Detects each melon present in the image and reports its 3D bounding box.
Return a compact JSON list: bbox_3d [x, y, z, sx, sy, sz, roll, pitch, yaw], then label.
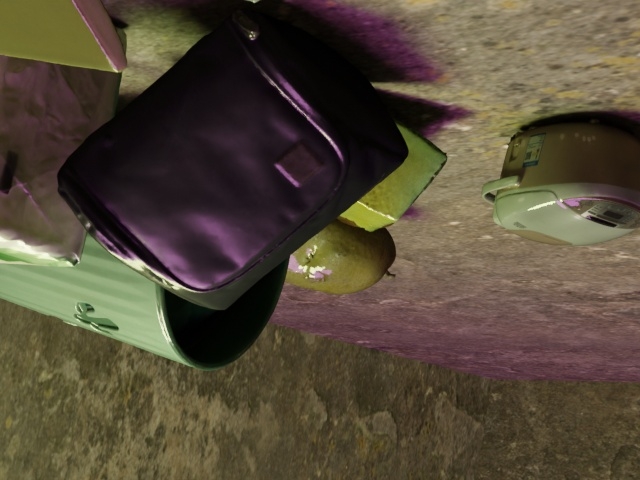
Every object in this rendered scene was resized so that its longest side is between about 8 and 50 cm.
[{"bbox_3d":[-0.033,-0.112,1.585,0.323,0.124,0.196,20,161,-11],"label":"melon"}]

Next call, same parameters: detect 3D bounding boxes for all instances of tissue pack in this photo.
[{"bbox_3d":[-0.393,-0.117,1.517,0.193,0.266,0.356,21,166,-42],"label":"tissue pack"}]

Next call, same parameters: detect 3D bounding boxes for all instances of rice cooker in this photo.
[{"bbox_3d":[0.277,-0.062,1.526,0.145,0.127,0.206,17,171,-28],"label":"rice cooker"}]

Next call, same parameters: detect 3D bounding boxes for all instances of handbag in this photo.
[{"bbox_3d":[-0.081,-0.065,1.397,0.302,0.178,0.275,-38,157,13],"label":"handbag"}]

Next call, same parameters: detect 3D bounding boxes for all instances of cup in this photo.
[{"bbox_3d":[-0.267,-0.048,1.809,0.392,0.310,0.401,11,135,27],"label":"cup"}]

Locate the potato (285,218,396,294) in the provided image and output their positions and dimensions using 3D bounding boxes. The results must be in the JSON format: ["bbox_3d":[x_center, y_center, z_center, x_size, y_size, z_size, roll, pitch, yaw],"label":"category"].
[{"bbox_3d":[0.000,0.000,2.048,0.251,0.159,0.174,25,-155,-4],"label":"potato"}]

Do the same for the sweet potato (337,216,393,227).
[{"bbox_3d":[0.033,-0.062,1.903,0.077,0.077,0.243,4,169,33],"label":"sweet potato"}]

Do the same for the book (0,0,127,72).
[{"bbox_3d":[-0.308,-0.236,1.026,0.352,0.035,0.239,13,142,41],"label":"book"}]

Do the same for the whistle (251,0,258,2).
[{"bbox_3d":[-0.087,-0.240,1.029,0.253,0.106,0.102,17,127,-28],"label":"whistle"}]
